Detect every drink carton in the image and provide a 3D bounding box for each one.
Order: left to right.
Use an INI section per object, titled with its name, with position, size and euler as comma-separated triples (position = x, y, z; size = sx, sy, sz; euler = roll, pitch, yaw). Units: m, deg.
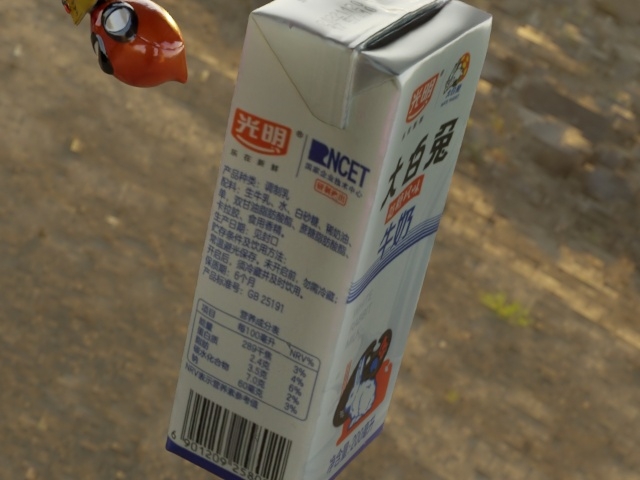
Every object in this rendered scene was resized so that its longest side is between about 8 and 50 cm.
[drink carton]
position = 0.000, 0.000, 0.958
size = 0.107, 0.315, 0.130
euler = 24, 32, 19

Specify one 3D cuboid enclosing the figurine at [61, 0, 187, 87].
[figurine]
position = -0.154, -0.171, 1.203
size = 0.140, 0.068, 0.075
euler = 52, 38, 9
